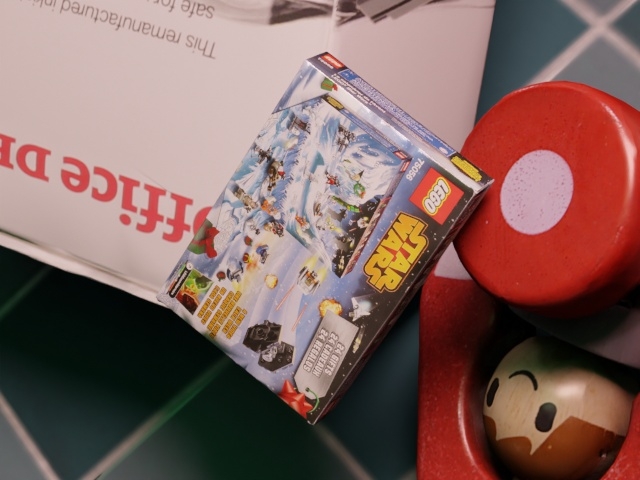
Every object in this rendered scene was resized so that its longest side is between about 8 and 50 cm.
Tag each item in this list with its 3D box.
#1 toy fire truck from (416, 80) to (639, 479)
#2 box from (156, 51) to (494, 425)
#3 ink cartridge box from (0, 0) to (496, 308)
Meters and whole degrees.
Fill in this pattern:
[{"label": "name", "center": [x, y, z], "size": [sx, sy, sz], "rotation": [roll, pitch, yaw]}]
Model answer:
[{"label": "toy fire truck", "center": [0.153, 0.086, 0.866], "size": [0.302, 0.169, 0.254], "rotation": [27, 96, 40]}, {"label": "box", "center": [0.000, 0.000, 0.866], "size": [0.094, 0.027, 0.137], "rotation": [39, 115, 10]}, {"label": "ink cartridge box", "center": [-0.061, -0.186, 0.974], "size": [0.285, 0.166, 0.395], "rotation": [20, 111, 30]}]
